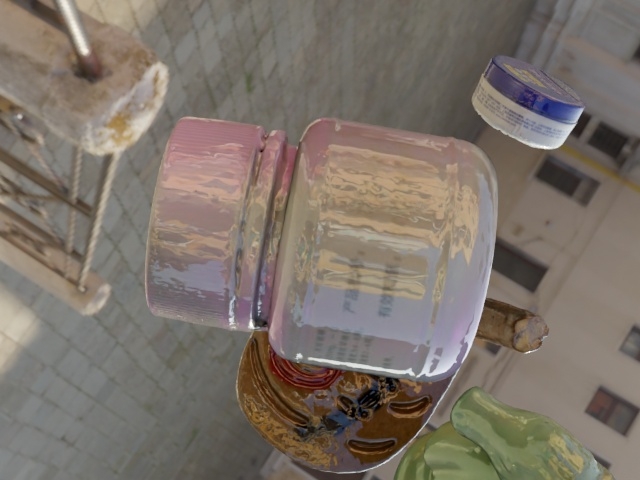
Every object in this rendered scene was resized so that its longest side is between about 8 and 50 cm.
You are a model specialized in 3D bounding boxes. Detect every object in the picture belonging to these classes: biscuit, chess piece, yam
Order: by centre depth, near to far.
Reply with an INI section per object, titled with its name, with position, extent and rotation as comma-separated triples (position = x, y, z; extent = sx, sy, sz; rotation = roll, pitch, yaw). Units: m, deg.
[chess piece]
position = 0.195, 0.261, 1.033
extent = 0.176, 0.176, 0.298
rotation = -52, 174, -31
[yam]
position = 0.162, 0.088, 1.094
extent = 0.057, 0.241, 0.056
rotation = -8, 102, -39
[biscuit]
position = 0.038, 0.128, 1.265
extent = 0.367, 0.314, 0.063
rotation = -56, -176, -10

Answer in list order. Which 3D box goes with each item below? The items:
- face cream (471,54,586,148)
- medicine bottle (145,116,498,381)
[face cream]
position = 0.401, -0.267, 1.792
extent = 0.111, 0.206, 0.206
rotation = -64, 168, 25
[medicine bottle]
position = 0.000, 0.000, 0.895
extent = 0.241, 0.302, 0.241
rotation = -171, -90, -90
